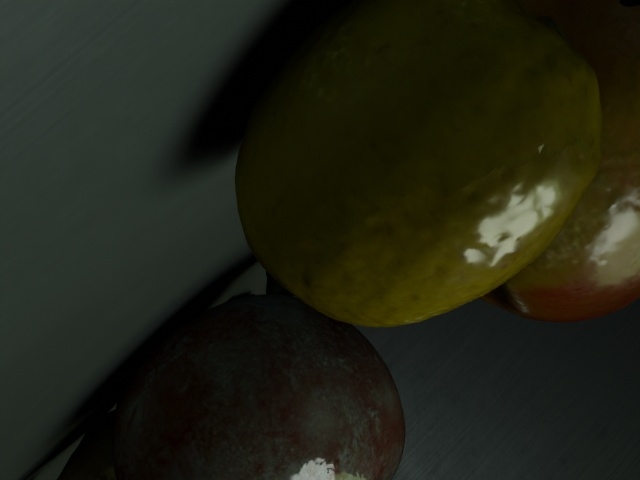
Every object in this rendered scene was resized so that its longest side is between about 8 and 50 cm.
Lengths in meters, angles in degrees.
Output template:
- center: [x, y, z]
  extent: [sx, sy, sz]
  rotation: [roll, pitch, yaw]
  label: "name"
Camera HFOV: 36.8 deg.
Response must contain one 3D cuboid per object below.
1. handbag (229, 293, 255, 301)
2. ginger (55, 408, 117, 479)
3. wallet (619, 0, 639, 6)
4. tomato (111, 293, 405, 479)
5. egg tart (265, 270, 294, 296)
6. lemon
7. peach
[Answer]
- center: [-0.142, 0.158, 1.349]
  extent: [0.175, 0.088, 0.270]
  rotation: [-37, 176, 2]
  label: "handbag"
- center: [-0.344, 0.359, 1.071]
  extent: [0.363, 0.122, 0.348]
  rotation: [-35, -173, 12]
  label: "ginger"
- center: [0.274, -0.295, 0.481]
  extent: [0.379, 0.046, 0.191]
  rotation: [-58, 177, 7]
  label: "wallet"
- center: [-0.065, 0.209, 1.024]
  extent: [0.317, 0.282, 0.316]
  rotation: [-26, 168, -6]
  label: "tomato"
- center: [0.000, 0.000, 1.108]
  extent: [0.197, 0.078, 0.197]
  rotation: [-41, 175, -4]
  label: "egg tart"
- center: [0.045, -0.042, 0.494]
  extent: [0.207, 0.170, 0.170]
  rotation: [-40, 179, 35]
  label: "lemon"
- center: [0.213, -0.098, 0.847]
  extent: [0.332, 0.308, 0.308]
  rotation: [-63, 176, 0]
  label: "peach"
